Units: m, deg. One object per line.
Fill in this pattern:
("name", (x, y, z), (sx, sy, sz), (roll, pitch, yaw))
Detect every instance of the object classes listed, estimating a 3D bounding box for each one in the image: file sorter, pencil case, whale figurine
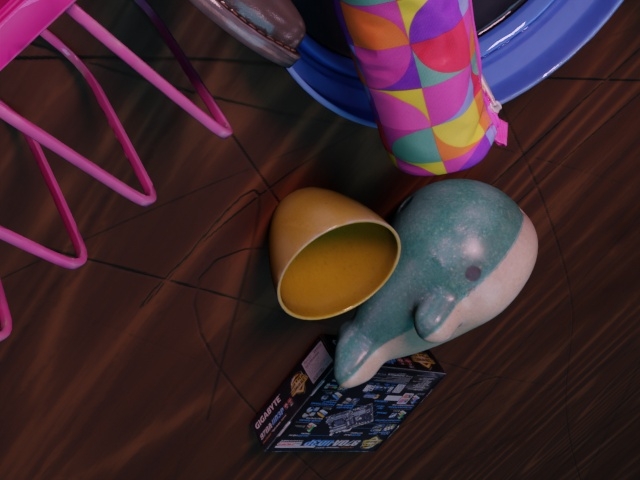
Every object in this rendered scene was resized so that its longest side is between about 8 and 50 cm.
("file sorter", (-0.233, -0.066, 0.543), (0.291, 0.202, 0.182), (-40, 142, 9))
("pencil case", (0.073, -0.148, 0.626), (0.104, 0.104, 0.236), (-32, 142, -1))
("whale figurine", (0.101, 0.041, 0.924), (0.272, 0.216, 0.141), (-40, 102, 16))

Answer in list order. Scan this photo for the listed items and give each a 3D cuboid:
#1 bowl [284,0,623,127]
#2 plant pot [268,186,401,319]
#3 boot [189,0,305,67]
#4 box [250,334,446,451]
("bowl", (0.116, -0.268, 0.667), (0.391, 0.077, 0.391), (-19, 139, -17))
("plant pot", (0.000, 0.000, 0.854), (0.134, 0.095, 0.134), (-19, 140, -17))
("boot", (-0.019, -0.259, 0.478), (0.229, 0.091, 0.263), (-33, 99, 11))
("box", (0.042, 0.214, 1.143), (0.220, 0.051, 0.175), (13, 123, -42))
